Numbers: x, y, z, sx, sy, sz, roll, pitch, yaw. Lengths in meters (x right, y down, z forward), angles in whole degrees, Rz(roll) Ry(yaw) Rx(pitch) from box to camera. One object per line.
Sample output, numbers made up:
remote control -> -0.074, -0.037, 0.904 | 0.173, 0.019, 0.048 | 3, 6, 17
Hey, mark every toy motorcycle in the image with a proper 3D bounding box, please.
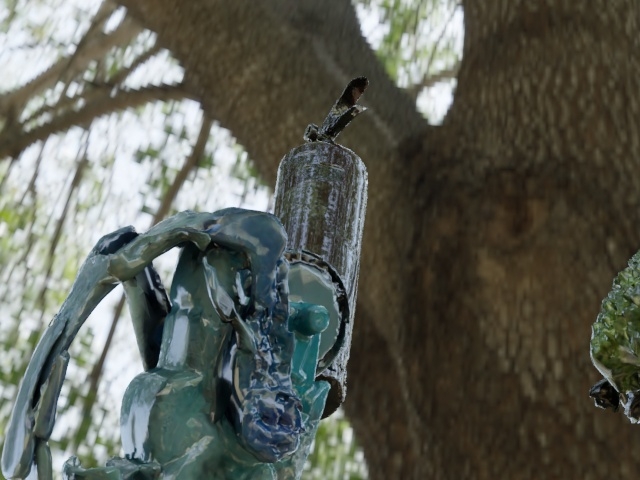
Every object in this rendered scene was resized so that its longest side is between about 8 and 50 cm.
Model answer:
toy motorcycle -> -0.088, 0.106, 1.134 | 0.206, 0.260, 0.154 | 23, -12, -29

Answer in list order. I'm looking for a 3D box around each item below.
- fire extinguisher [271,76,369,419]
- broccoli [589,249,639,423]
fire extinguisher -> 0.000, 0.000, 1.323 | 0.072, 0.268, 0.089 | 23, -40, -19
broccoli -> 0.266, 0.068, 1.118 | 0.198, 0.176, 0.226 | -5, -55, 15
